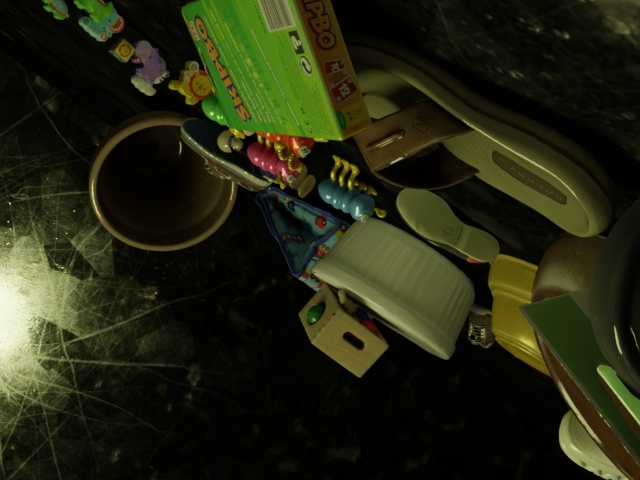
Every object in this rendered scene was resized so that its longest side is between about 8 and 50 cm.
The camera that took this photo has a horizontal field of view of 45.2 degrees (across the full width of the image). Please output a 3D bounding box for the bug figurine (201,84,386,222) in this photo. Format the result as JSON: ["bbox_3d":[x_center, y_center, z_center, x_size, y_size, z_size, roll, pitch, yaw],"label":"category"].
[{"bbox_3d":[-0.039,-0.111,0.954,0.216,0.072,0.279,30,173,33],"label":"bug figurine"}]

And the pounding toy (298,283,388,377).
[{"bbox_3d":[0.036,0.130,1.241,0.141,0.100,0.130,39,-173,-22],"label":"pounding toy"}]

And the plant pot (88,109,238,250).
[{"bbox_3d":[-0.304,-0.144,1.456,0.263,0.263,0.229,37,-168,-30],"label":"plant pot"}]

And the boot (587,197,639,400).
[{"bbox_3d":[0.344,0.094,0.209,0.367,0.146,0.445,27,179,-15],"label":"boot"}]

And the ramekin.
[{"bbox_3d":[0.129,0.071,1.261,0.273,0.127,0.273,33,175,3],"label":"ramekin"}]

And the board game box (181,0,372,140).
[{"bbox_3d":[-0.049,-0.149,0.627,0.259,0.039,0.124,18,132,62],"label":"board game box"}]

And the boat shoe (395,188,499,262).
[{"bbox_3d":[0.143,-0.016,0.890,0.137,0.049,0.043,30,177,-9],"label":"boat shoe"}]

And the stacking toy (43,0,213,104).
[{"bbox_3d":[-0.256,-0.264,1.005,0.221,0.052,0.167,40,170,-35],"label":"stacking toy"}]

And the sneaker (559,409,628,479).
[{"bbox_3d":[0.408,0.213,0.833,0.292,0.110,0.118,1,149,26],"label":"sneaker"}]

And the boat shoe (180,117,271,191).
[{"bbox_3d":[-0.168,-0.138,1.326,0.183,0.066,0.066,34,140,-11],"label":"boat shoe"}]

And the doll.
[{"bbox_3d":[-0.097,-0.128,1.243,0.189,0.046,0.129,30,172,29],"label":"doll"}]

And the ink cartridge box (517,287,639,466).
[{"bbox_3d":[0.215,0.102,0.468,0.235,0.056,0.171,-8,-125,-44],"label":"ink cartridge box"}]

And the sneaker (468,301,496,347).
[{"bbox_3d":[0.295,0.160,1.389,0.061,0.065,0.158,29,173,36],"label":"sneaker"}]

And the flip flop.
[{"bbox_3d":[0.083,-0.070,0.576,0.277,0.080,0.112,35,175,25],"label":"flip flop"}]

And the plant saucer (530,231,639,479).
[{"bbox_3d":[0.287,0.138,0.704,0.311,0.050,0.310,58,172,13],"label":"plant saucer"}]

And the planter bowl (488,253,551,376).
[{"bbox_3d":[0.283,0.112,0.960,0.217,0.090,0.217,33,175,3],"label":"planter bowl"}]

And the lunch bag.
[{"bbox_3d":[0.000,0.000,1.525,0.221,0.138,0.293,37,-175,-38],"label":"lunch bag"}]
